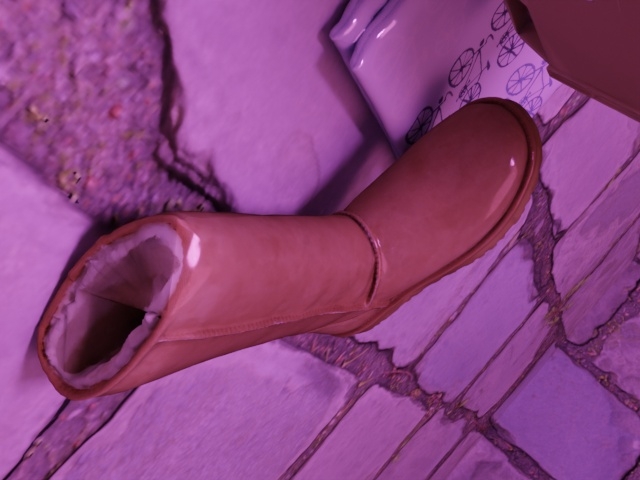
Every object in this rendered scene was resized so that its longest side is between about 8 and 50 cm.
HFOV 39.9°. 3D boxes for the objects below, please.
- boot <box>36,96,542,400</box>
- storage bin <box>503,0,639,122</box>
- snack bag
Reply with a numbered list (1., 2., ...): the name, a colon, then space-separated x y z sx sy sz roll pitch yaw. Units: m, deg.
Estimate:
1. boot: 0.000 0.000 0.535 0.236 0.089 0.270 -51 154 25
2. storage bin: 0.191 -0.154 0.409 0.123 0.260 0.262 -50 144 -2
3. snack bag: 0.164 -0.193 0.648 0.342 0.037 0.323 -49 157 -2
